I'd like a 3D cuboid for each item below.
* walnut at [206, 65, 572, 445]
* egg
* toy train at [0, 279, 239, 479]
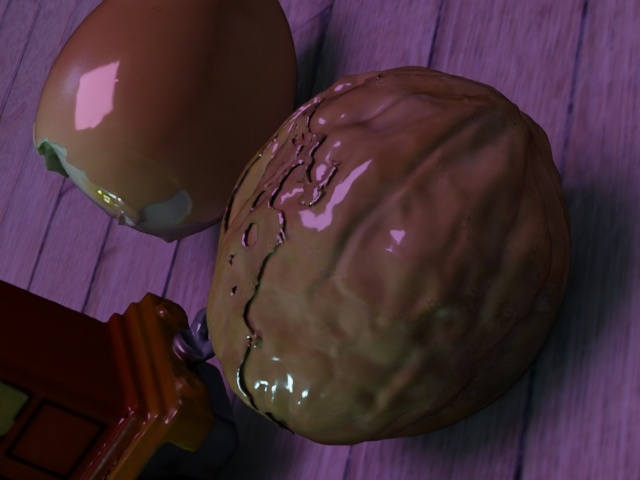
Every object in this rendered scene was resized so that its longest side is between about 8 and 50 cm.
[{"bbox_3d":[0.038,0.012,0.889,0.245,0.198,0.198,-57,25,24],"label":"walnut"},{"bbox_3d":[-0.118,-0.119,1.288,0.201,0.201,0.244,8,70,63],"label":"egg"},{"bbox_3d":[-0.198,0.176,1.101,0.369,0.231,0.163,-54,26,16],"label":"toy train"}]
